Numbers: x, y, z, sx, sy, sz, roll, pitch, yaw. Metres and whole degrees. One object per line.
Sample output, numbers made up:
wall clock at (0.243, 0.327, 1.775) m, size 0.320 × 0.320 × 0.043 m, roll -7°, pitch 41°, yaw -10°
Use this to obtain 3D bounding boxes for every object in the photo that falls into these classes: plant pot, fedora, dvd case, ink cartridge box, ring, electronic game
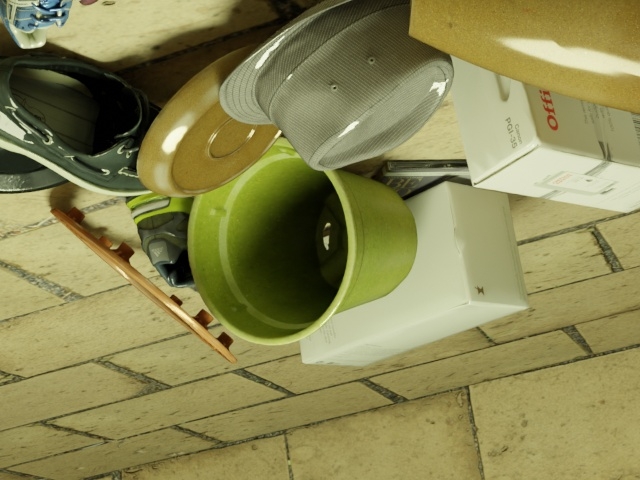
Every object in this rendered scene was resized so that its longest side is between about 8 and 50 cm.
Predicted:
plant pot at (0.000, 0.000, 1.879) m, size 0.276 × 0.276 × 0.254 m, roll -23°, pitch 168°, yaw 32°
fedora at (0.038, -0.166, 1.485) m, size 0.275 × 0.124 × 0.244 m, roll -32°, pitch 160°, yaw 5°
plant pot at (0.219, -0.255, 1.340) m, size 0.254 × 0.237 × 0.237 m, roll 6°, pitch 160°, yaw 2°
plant pot at (-0.111, -0.132, 1.583) m, size 0.236 × 0.032 × 0.236 m, roll -36°, pitch 159°, yaw -16°
dvd case at (0.139, -0.070, 2.059) m, size 0.164 × 0.018 × 0.221 m, roll -2°, pitch 159°, yaw -21°
ink cartridge box at (0.293, -0.160, 1.605) m, size 0.283 × 0.207 × 0.117 m, roll 7°, pitch 152°, yaw -38°
ring at (-0.242, 0.058, 1.893) m, size 0.032 × 0.336 × 0.336 m, roll -50°, pitch 161°, yaw -9°
electronic game at (-0.373, -0.115, 1.647) m, size 0.229 × 0.048 × 0.229 m, roll -9°, pitch 159°, yaw -3°

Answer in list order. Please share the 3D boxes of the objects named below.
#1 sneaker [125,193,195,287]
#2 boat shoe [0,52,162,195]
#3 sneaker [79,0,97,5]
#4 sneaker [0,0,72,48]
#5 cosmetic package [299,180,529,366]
sneaker at (-0.196, 0.019, 1.990) m, size 0.111 × 0.121 × 0.300 m, roll -16°, pitch 159°, yaw 18°
boat shoe at (-0.254, -0.139, 1.527) m, size 0.113 × 0.127 × 0.340 m, roll -11°, pitch 154°, yaw 42°
sneaker at (-0.176, -0.276, 1.269) m, size 0.083 × 0.070 × 0.185 m, roll 7°, pitch 155°, yaw -27°
sneaker at (-0.251, -0.241, 1.247) m, size 0.080 × 0.081 × 0.211 m, roll -15°, pitch 178°, yaw -24°
cosmetic package at (0.128, 0.062, 2.109) m, size 0.155 × 0.197 × 0.365 m, roll 9°, pitch 157°, yaw -44°
